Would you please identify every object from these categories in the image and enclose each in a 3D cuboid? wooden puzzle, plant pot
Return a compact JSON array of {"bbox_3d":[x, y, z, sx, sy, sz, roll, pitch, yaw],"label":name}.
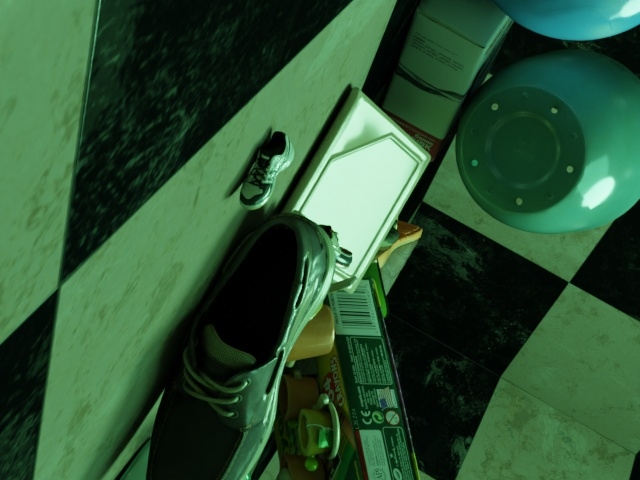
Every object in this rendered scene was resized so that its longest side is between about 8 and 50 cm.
[{"bbox_3d":[0.036,-0.059,1.238,0.221,0.044,0.238,-60,146,-2],"label":"wooden puzzle"},{"bbox_3d":[0.336,-0.143,1.430,0.235,0.293,0.293,-15,136,-60],"label":"plant pot"}]

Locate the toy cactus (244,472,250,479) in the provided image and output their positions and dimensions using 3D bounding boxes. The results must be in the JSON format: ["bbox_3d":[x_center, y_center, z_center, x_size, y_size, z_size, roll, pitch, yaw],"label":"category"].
[{"bbox_3d":[-0.103,0.251,1.209,0.180,0.112,0.219,165,-70,-76],"label":"toy cactus"}]

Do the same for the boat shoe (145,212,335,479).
[{"bbox_3d":[-0.102,0.126,1.017,0.130,0.132,0.355,47,64,-72],"label":"boat shoe"}]

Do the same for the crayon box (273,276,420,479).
[{"bbox_3d":[0.020,0.292,1.581,0.313,0.106,0.363,123,-36,-49],"label":"crayon box"}]

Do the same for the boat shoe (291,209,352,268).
[{"bbox_3d":[0.000,0.000,1.154,0.137,0.049,0.043,24,93,-51],"label":"boat shoe"}]

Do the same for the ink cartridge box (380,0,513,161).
[{"bbox_3d":[0.196,-0.282,1.429,0.197,0.114,0.273,-55,171,-30],"label":"ink cartridge box"}]

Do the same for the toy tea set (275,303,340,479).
[{"bbox_3d":[-0.055,0.235,1.438,0.200,0.124,0.336,139,-52,-70],"label":"toy tea set"}]

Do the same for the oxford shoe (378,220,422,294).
[{"bbox_3d":[0.110,0.039,1.963,0.363,0.130,0.133,-28,129,-61],"label":"oxford shoe"}]

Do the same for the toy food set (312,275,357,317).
[{"bbox_3d":[-0.071,0.083,1.169,0.128,0.071,0.218,-19,-165,50],"label":"toy food set"}]

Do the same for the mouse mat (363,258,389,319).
[{"bbox_3d":[0.057,0.089,1.732,0.152,0.007,0.190,-38,-131,37],"label":"mouse mat"}]

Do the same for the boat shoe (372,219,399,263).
[{"bbox_3d":[0.055,0.004,1.573,0.120,0.122,0.324,-58,173,9],"label":"boat shoe"}]

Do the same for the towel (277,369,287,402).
[{"bbox_3d":[-0.159,0.314,1.516,0.228,0.076,0.308,-58,172,10],"label":"towel"}]

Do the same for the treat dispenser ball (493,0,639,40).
[{"bbox_3d":[0.331,-0.398,1.205,0.288,0.288,0.288,-59,173,-12],"label":"treat dispenser ball"}]

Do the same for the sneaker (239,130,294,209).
[{"bbox_3d":[-0.054,-0.068,0.898,0.037,0.032,0.083,79,34,-58],"label":"sneaker"}]

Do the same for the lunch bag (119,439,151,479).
[{"bbox_3d":[-0.223,0.383,1.167,0.224,0.108,0.279,-53,170,-45],"label":"lunch bag"}]
